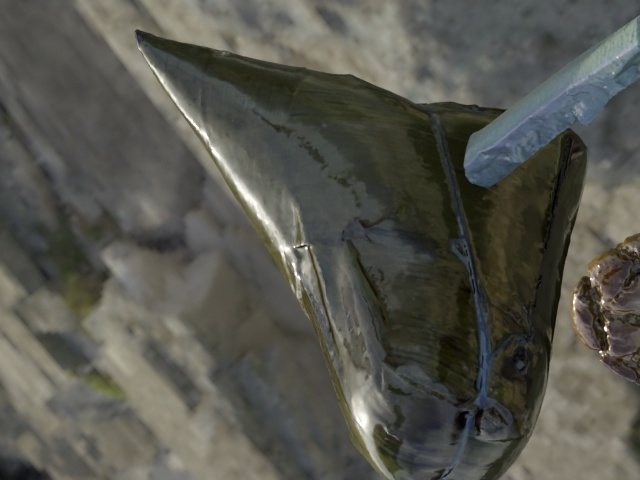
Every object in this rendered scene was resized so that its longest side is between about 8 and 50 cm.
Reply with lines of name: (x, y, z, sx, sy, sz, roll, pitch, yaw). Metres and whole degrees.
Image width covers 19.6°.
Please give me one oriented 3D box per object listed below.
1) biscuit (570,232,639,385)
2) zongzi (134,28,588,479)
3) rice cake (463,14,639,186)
biscuit: (0.352, 0.073, 1.786, 0.225, 0.042, 0.226, 9, 135, 10)
zongzi: (0.000, 0.000, 1.312, 0.360, 0.323, 0.160, 22, 133, -5)
rice cake: (0.154, -0.086, 1.204, 0.030, 0.042, 0.180, 29, 140, -22)
